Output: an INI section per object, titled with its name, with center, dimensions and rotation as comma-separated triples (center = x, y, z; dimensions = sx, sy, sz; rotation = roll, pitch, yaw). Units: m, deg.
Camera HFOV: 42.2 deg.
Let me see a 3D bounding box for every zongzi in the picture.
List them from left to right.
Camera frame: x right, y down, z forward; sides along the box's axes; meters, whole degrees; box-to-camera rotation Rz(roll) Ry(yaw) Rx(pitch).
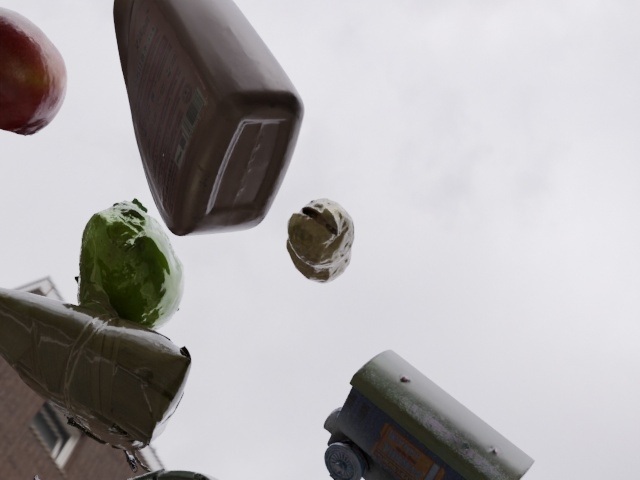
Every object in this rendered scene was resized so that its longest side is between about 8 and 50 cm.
[zongzi]
center = -0.413, 0.227, 1.408
dimensions = 0.418, 0.181, 0.447
rotation = 27, -28, -3

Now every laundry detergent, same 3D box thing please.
[laundry detergent]
center = -0.109, -0.111, 0.624
dimensions = 0.076, 0.237, 0.171
rotation = -7, -43, -34

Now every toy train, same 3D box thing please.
[toy train]
center = 0.139, 0.314, 1.193
dimensions = 0.300, 0.131, 0.201
rotation = 37, -57, 22

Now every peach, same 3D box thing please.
[peach]
center = -0.452, -0.218, 1.131
dimensions = 0.192, 0.190, 0.190
rotation = -44, -75, -17

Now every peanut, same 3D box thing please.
[peanut]
center = 0.000, 0.000, 1.562
dimensions = 0.130, 0.290, 0.130
rotation = 1, -106, -2

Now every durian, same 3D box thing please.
[durian]
center = -0.350, 0.059, 1.493
dimensions = 0.205, 0.340, 0.255
rotation = -15, -85, -9

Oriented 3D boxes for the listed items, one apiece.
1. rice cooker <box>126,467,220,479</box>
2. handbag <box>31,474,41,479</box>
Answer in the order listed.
[rice cooker]
center = -0.255, 0.602, 1.415
dimensions = 0.335, 0.335, 0.325
rotation = -9, -65, 11
[handbag]
center = -0.178, 0.317, 0.748
dimensions = 0.203, 0.074, 0.216
rotation = 23, -38, 31
